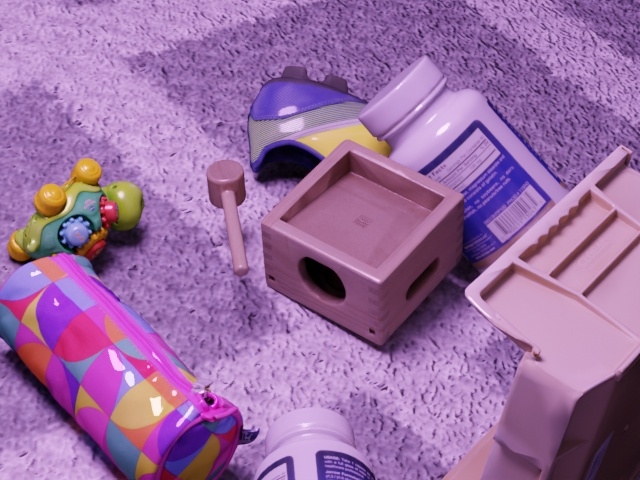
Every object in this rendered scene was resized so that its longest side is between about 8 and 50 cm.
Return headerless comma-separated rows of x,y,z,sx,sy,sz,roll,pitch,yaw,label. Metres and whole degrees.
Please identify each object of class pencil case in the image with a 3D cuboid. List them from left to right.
-0.156,0.102,1.436,0.104,0.104,0.236,-25,50,-37,pencil case

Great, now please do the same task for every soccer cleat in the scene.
0.070,-0.074,1.740,0.289,0.093,0.121,15,69,-3,soccer cleat

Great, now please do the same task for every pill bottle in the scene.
-0.002,0.205,1.349,0.094,0.094,0.169,4,39,-9,pill bottle
0.126,-0.070,1.647,0.186,0.112,0.112,47,42,-7,pill bottle

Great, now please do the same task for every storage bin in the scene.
0.180,0.111,1.379,0.123,0.262,0.260,32,43,20,storage bin

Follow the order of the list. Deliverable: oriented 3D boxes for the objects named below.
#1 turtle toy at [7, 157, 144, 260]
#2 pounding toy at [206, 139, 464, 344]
-0.206,-0.019,1.589,0.066,0.095,0.130,45,46,6,turtle toy
-0.010,0.003,1.603,0.206,0.094,0.181,27,54,25,pounding toy
